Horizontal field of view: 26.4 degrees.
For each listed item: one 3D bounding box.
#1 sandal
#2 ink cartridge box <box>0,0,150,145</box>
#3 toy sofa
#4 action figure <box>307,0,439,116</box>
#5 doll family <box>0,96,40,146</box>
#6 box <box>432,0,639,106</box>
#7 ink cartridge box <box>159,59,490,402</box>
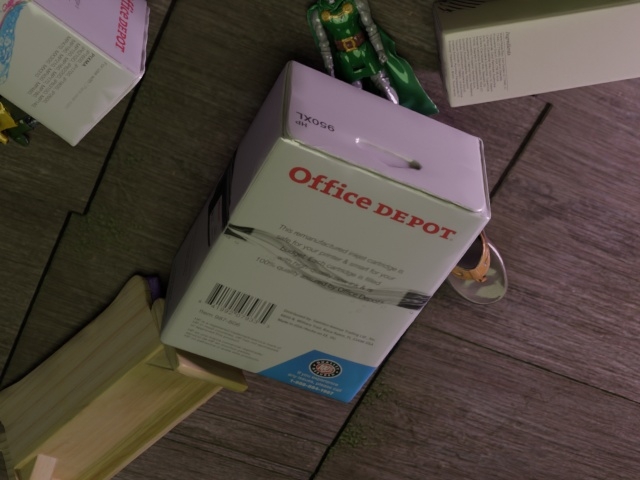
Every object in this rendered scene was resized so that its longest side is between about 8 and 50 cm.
[{"bbox_3d":[0.204,0.008,1.889,0.090,0.060,0.219,-15,123,5],"label":"sandal"},{"bbox_3d":[-0.356,-0.281,1.561,0.306,0.226,0.131,38,113,-24],"label":"ink cartridge box"},{"bbox_3d":[-0.294,0.223,1.958,0.362,0.177,0.150,-40,142,19],"label":"toy sofa"},{"bbox_3d":[0.046,-0.231,1.726,0.137,0.063,0.232,-20,119,12],"label":"action figure"},{"bbox_3d":[-0.426,-0.185,1.713,0.111,0.076,0.193,-24,117,16],"label":"doll family"},{"bbox_3d":[0.284,-0.254,1.706,0.275,0.094,0.113,-8,123,0],"label":"box"},{"bbox_3d":[0.000,0.000,1.768,0.285,0.166,0.395,20,131,-17],"label":"ink cartridge box"}]
